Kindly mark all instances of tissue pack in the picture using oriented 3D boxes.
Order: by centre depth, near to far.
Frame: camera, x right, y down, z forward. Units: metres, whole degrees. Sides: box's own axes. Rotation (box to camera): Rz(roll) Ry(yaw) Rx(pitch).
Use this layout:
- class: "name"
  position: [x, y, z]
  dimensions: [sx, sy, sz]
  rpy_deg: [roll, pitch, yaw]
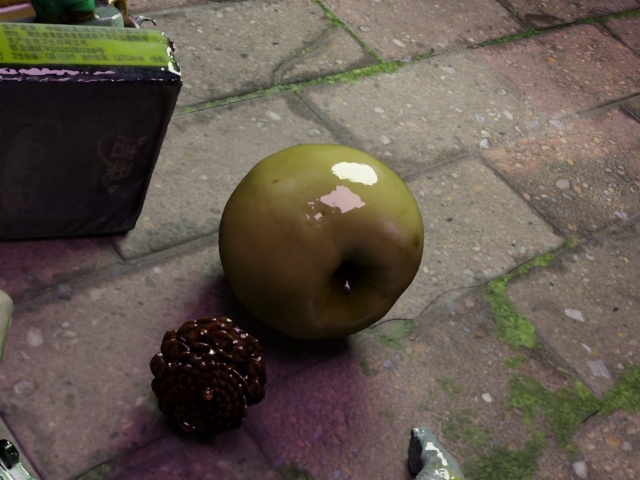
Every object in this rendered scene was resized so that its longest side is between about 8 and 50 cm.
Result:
- class: "tissue pack"
  position: [-0.390, -0.127, 1.161]
  dimensions: [0.394, 0.288, 0.124]
  rpy_deg: [-5, 53, -31]

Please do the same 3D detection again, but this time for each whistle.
- class: "whistle"
  position: [0.136, 0.304, 1.124]
  dimensions: [0.123, 0.123, 0.223]
  rpy_deg: [7, 30, -21]

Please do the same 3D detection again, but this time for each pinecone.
- class: "pinecone"
  position: [-0.129, 0.151, 1.129]
  dimensions: [0.140, 0.140, 0.121]
  rpy_deg: [27, 22, 1]

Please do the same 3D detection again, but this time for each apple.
- class: "apple"
  position: [0.000, 0.000, 1.265]
  dimensions: [0.262, 0.262, 0.262]
  rpy_deg: [14, 42, -13]

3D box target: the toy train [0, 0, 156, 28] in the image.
- class: "toy train"
  position: [-0.439, -0.265, 1.317]
  dimensions: [0.429, 0.178, 0.249]
  rpy_deg: [-16, 31, -23]

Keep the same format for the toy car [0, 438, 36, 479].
- class: "toy car"
  position: [-0.306, 0.268, 0.970]
  dimensions: [0.143, 0.054, 0.073]
  rpy_deg: [43, 45, 13]

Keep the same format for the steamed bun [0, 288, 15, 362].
- class: "steamed bun"
  position: [-0.439, 0.191, 0.846]
  dimensions: [0.247, 0.236, 0.383]
  rpy_deg: [22, 50, -2]
